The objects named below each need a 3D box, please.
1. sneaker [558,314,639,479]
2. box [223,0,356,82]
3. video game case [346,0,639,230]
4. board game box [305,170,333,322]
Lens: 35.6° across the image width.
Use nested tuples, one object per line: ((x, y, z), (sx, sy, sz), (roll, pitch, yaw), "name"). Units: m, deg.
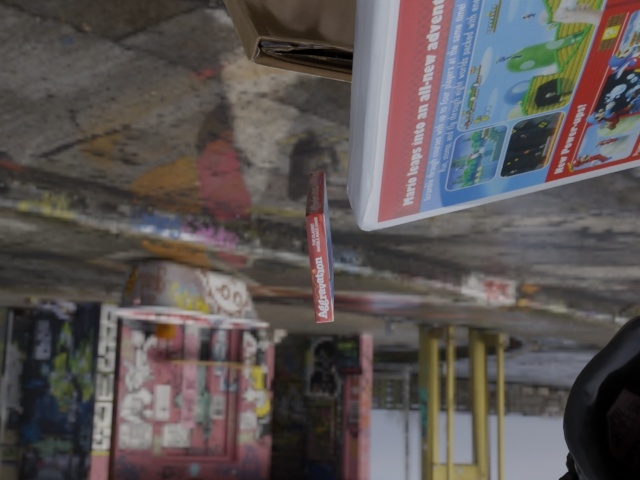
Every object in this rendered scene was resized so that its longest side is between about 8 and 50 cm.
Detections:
((0.237, 0.120, 0.572), (0.202, 0.185, 0.483), (29, 165, 9), "sneaker")
((0.021, -0.137, 0.604), (0.164, 0.021, 0.201), (5, -151, -17), "box")
((0.151, -0.096, 0.363), (0.285, 0.025, 0.204), (-14, 151, -9), "video game case")
((0.000, 0.000, 1.390), (0.027, 0.145, 0.281), (-6, -166, 2), "board game box")
